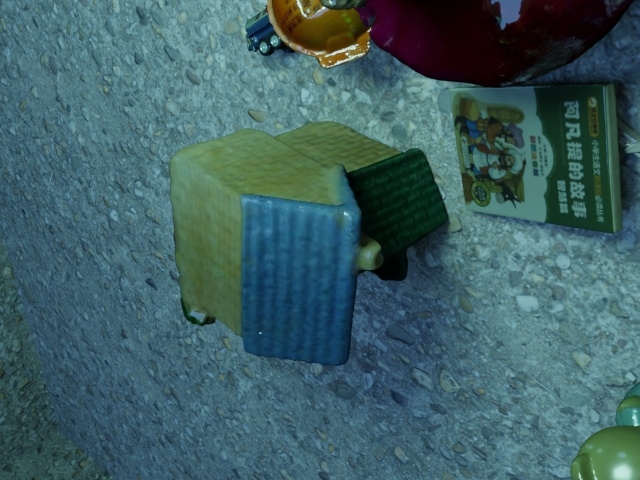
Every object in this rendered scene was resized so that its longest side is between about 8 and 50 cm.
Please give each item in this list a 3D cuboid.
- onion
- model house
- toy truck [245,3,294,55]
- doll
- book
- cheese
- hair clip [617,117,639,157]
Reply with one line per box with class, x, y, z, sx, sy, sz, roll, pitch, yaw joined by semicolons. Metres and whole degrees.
onion;0.141;-0.354;0.741;0.398;0.420;0.399;19;117;43
model house;0.000;0.000;1.115;0.342;0.382;0.335;29;131;33
toy truck;-0.056;-0.384;1.188;0.201;0.074;0.088;-14;94;49
doll;0.458;0.308;0.927;0.177;0.260;0.161;49;140;11
book;0.301;-0.123;0.972;0.264;0.027;0.202;16;123;52
cheese;0.006;-0.420;1.023;0.216;0.129;0.330;-16;79;18
hair clip;0.425;-0.120;0.884;0.226;0.034;0.072;35;137;23
